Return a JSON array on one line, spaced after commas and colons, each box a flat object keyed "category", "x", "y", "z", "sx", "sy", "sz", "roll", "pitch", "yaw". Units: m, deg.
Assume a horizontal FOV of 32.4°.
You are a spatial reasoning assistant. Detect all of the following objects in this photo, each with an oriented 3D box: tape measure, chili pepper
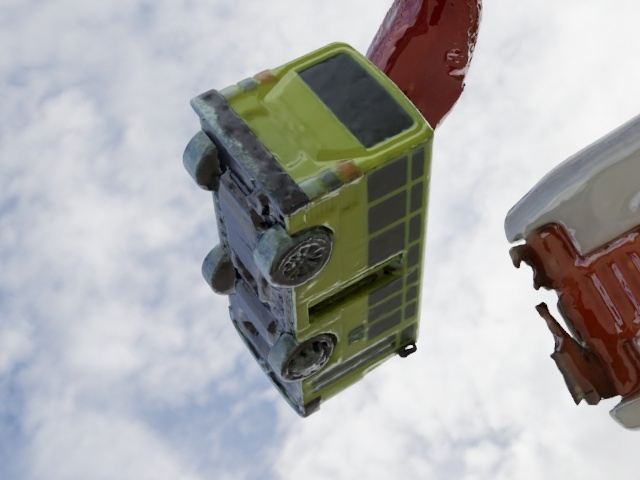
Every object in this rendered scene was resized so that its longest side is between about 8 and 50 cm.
[{"category": "tape measure", "x": 0.234, "y": -0.047, "z": 0.443, "sx": 0.265, "sy": 0.258, "sz": 0.130, "roll": -18, "pitch": -106, "yaw": -53}, {"category": "chili pepper", "x": 0.076, "y": -0.144, "z": 1.087, "sx": 0.110, "sy": 0.110, "sz": 0.387, "roll": -16, "pitch": -23, "yaw": -26}]

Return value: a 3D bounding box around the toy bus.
[{"category": "toy bus", "x": 0.000, "y": 0.000, "z": 0.801, "sx": 0.150, "sy": 0.128, "sz": 0.262, "roll": -28, "pitch": -34, "yaw": -18}]
